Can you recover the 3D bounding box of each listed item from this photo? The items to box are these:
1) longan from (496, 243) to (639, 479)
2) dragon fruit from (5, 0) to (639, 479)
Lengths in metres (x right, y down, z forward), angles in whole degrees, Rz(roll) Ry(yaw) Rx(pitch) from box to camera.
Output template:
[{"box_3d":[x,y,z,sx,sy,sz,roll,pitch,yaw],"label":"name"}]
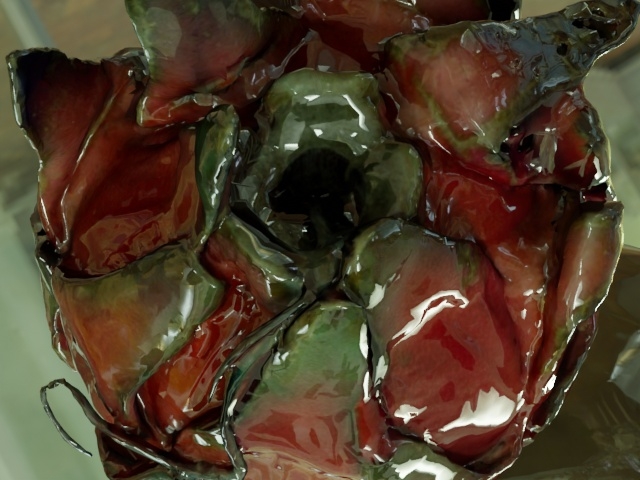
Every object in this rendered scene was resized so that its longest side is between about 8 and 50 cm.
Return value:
[{"box_3d":[0.114,0.147,0.910,0.319,0.319,0.319,-29,173,-4],"label":"longan"},{"box_3d":[0.000,0.000,0.545,0.192,0.193,0.274,4,-179,4],"label":"dragon fruit"}]
